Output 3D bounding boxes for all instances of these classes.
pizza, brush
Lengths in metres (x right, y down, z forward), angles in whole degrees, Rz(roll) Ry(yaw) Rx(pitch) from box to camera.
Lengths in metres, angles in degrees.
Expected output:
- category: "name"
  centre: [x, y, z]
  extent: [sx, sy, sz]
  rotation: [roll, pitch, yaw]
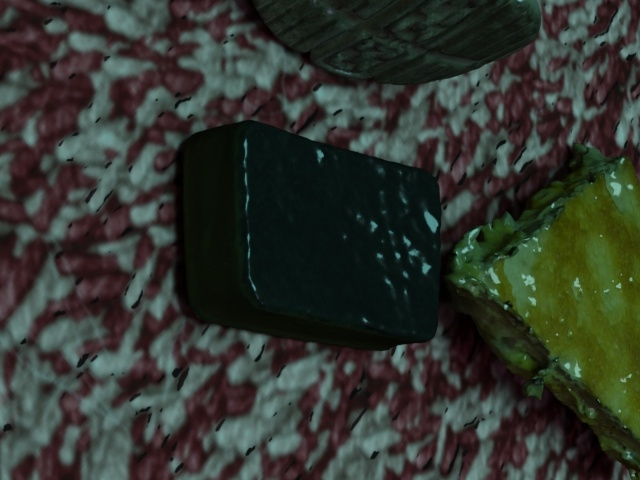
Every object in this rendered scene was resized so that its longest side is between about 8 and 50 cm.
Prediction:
- category: "pizza"
  centre: [0.167, 0.034, 1.282]
  extent: [0.287, 0.075, 0.280]
  rotation: [19, 62, -48]
- category: "brush"
  centre: [0.000, 0.000, 1.127]
  extent: [0.197, 0.059, 0.123]
  rotation: [12, 72, -45]

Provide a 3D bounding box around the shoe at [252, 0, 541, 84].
- category: "shoe"
  centre: [0.021, -0.254, 1.132]
  extent: [0.351, 0.172, 0.198]
  rotation: [36, 53, -37]
